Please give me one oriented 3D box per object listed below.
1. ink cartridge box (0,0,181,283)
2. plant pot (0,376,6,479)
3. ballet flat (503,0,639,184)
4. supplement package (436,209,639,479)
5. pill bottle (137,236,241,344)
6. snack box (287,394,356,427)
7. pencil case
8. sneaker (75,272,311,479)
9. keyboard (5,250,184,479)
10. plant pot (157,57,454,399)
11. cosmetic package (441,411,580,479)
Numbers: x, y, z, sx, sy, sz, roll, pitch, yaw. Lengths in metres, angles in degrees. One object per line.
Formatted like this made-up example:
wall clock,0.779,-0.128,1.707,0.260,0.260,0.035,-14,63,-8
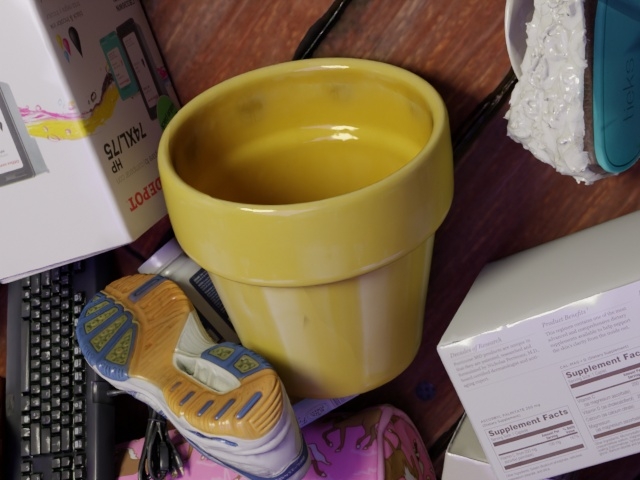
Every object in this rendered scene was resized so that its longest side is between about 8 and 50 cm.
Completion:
ink cartridge box,-0.266,-0.124,1.470,0.197,0.198,0.270,-15,104,22
plant pot,-0.440,0.254,1.621,0.235,0.267,0.267,0,105,-9
ballet flat,0.213,-0.247,1.309,0.147,0.147,0.409,11,111,15
supplement package,0.263,0.074,1.359,0.261,0.204,0.145,-20,102,24
pill bottle,-0.122,0.057,1.559,0.067,0.067,0.120,-40,93,26
snack box,-0.043,0.139,1.519,0.141,0.100,0.037,-30,131,2
pencil case,-0.076,0.266,1.571,0.386,0.160,0.167,-12,144,22
sneaker,-0.120,0.136,1.445,0.112,0.296,0.131,-38,130,-13
keyboard,-0.228,0.151,1.561,0.201,0.033,0.317,-9,74,22
plant pot,0.000,0.000,1.413,0.254,0.254,0.239,2,125,18
cosmetic package,0.167,0.313,1.504,0.113,0.160,0.310,11,111,15
